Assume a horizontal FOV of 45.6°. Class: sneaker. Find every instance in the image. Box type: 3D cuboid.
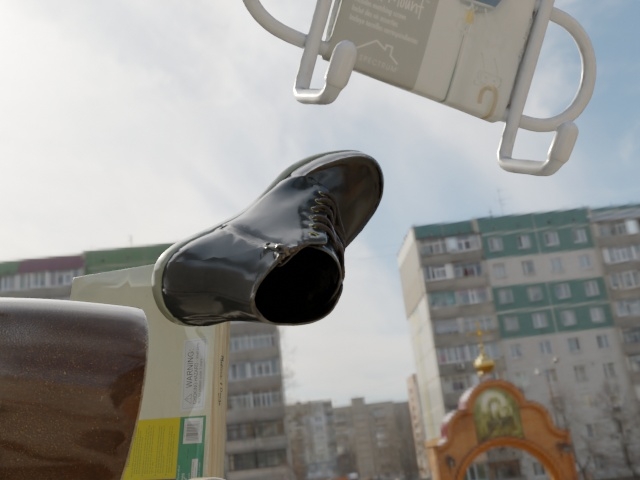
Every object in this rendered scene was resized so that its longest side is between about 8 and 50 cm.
[{"bbox_3d":[0.000,0.000,0.545,0.118,0.083,0.222,4,32,47],"label":"sneaker"}]

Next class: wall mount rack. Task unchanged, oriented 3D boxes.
[{"bbox_3d":[0.124,-0.224,0.597,0.350,0.304,0.130,14,3,-21],"label":"wall mount rack"}]

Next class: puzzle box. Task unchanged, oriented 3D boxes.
[{"bbox_3d":[-0.267,0.233,1.124,0.272,0.409,0.052,-8,-25,19],"label":"puzzle box"}]

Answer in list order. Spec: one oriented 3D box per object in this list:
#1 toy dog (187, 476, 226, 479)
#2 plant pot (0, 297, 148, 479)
[{"bbox_3d":[-0.148,0.377,0.672,0.161,0.334,0.220,39,-18,-22],"label":"toy dog"},{"bbox_3d":[-0.290,0.134,0.637,0.230,0.215,0.215,17,-27,-24],"label":"plant pot"}]
